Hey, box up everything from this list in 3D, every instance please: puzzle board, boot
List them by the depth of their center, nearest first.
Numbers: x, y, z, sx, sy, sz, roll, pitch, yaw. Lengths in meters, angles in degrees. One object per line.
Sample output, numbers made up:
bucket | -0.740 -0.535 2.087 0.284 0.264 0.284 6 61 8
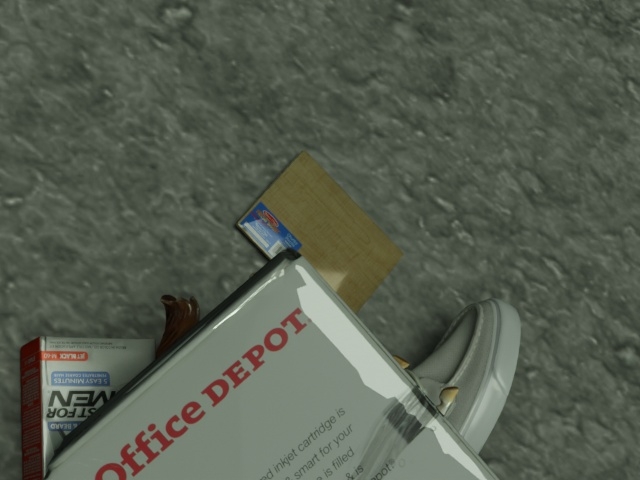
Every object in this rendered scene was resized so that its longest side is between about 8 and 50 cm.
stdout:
boot | 0.064 0.140 1.200 0.123 0.095 0.258 31 70 -17
puzzle board | 0.000 0.000 1.257 0.128 0.011 0.096 46 62 -9

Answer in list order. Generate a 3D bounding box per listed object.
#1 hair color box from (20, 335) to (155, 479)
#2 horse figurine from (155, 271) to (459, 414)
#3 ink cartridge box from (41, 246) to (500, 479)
hair color box | -0.170 0.157 1.101 0.093 0.053 0.167 3 76 -28
horse figurine | -0.023 0.139 1.111 0.263 0.066 0.174 30 94 -4
ink cartridge box | -0.003 0.189 1.017 0.223 0.129 0.307 -41 96 -1
